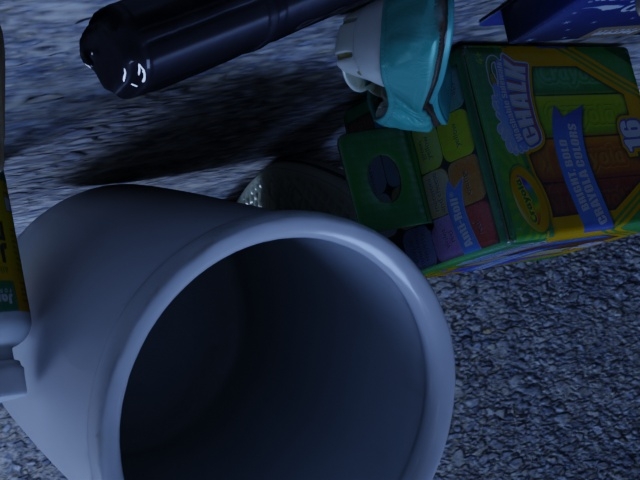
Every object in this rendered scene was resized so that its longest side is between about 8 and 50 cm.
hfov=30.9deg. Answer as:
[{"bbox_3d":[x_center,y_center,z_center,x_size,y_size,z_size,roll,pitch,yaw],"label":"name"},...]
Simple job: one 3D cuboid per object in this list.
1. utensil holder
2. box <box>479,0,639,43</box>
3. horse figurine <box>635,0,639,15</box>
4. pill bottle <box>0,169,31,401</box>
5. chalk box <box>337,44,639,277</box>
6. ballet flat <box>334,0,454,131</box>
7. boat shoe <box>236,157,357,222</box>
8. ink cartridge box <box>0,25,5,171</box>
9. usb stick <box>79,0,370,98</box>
[{"bbox_3d":[-0.116,0.115,1.083,0.327,0.328,0.385,-8,-168,-29],"label":"utensil holder"},{"bbox_3d":[0.232,-0.190,0.857,0.136,0.037,0.225,-8,172,-26],"label":"box"},{"bbox_3d":[0.291,-0.201,0.686,0.263,0.066,0.174,0,149,-25],"label":"horse figurine"},{"bbox_3d":[-0.312,0.038,0.984,0.117,0.209,0.117,-12,172,-2],"label":"pill bottle"},{"bbox_3d":[0.149,-0.068,1.067,0.288,0.180,0.179,-8,171,-37],"label":"chalk box"},{"bbox_3d":[0.054,-0.131,0.852,0.087,0.083,0.247,4,172,6],"label":"ballet flat"},{"bbox_3d":[0.000,0.000,1.343,0.156,0.187,0.500,-12,179,-18],"label":"boat shoe"},{"bbox_3d":[-0.245,-0.093,0.511,0.193,0.088,0.234,0,170,-12],"label":"ink cartridge box"},{"bbox_3d":[0.012,-0.139,0.584,0.278,0.045,0.077,-26,-175,-21],"label":"usb stick"}]
